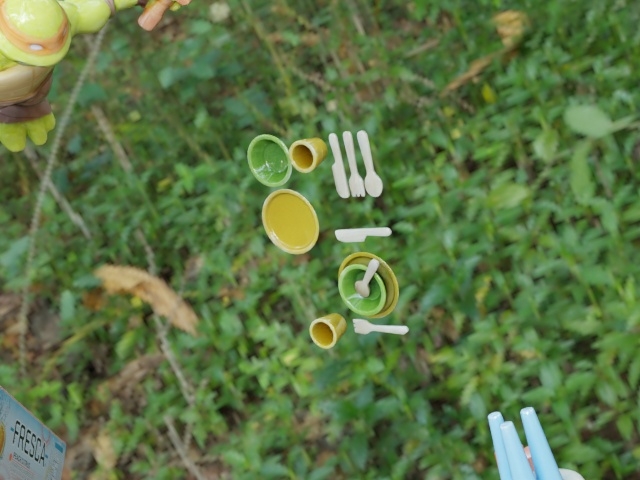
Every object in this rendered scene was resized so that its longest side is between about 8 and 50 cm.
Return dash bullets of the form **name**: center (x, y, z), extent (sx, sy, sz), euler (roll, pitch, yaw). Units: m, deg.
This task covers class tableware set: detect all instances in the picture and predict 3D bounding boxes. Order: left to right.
- **tableware set**: center (0.000, 0.000, 0.859), extent (0.104, 0.154, 0.024), euler (-1, 19, 36)

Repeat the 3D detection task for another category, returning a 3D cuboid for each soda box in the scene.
- **soda box**: center (-0.223, 0.140, 0.832), extent (0.063, 0.183, 0.058), euler (3, 68, 5)

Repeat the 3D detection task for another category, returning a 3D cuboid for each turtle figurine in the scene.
- **turtle figurine**: center (-0.188, -0.090, 0.694), extent (0.269, 0.087, 0.217), euler (-43, 9, -28)

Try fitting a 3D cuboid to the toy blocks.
- **toy blocks**: center (0.117, 0.149, 0.676), extent (0.054, 0.148, 0.123), euler (-17, 11, 3)
